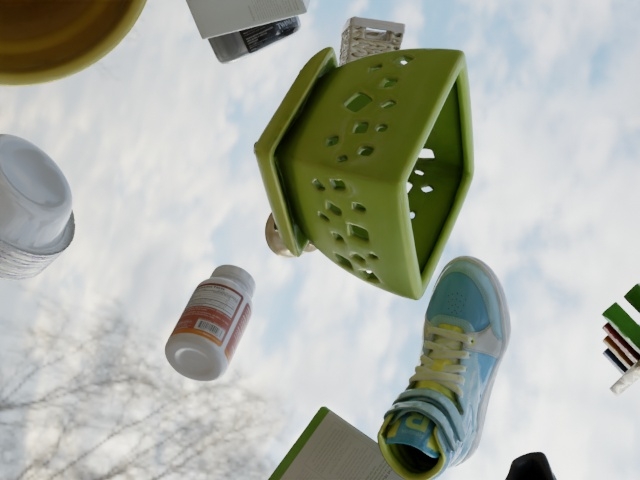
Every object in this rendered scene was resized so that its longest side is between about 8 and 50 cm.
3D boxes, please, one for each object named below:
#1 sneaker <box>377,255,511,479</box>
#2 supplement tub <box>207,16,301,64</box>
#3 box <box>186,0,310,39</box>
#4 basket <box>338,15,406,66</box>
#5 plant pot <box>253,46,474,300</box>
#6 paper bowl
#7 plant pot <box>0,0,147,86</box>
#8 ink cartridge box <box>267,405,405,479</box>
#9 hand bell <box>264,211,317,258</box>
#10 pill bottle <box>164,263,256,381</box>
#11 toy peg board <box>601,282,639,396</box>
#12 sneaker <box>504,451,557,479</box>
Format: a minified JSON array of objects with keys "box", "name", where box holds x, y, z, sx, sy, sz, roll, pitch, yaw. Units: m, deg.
[{"box":[0.168,0.187,1.345,0.127,0.208,0.319,9,-79,26],"name":"sneaker"},{"box":[-0.184,-0.535,1.992,0.193,0.193,0.316,2,-61,62],"name":"supplement tub"},{"box":[-0.105,-0.387,1.469,0.170,0.091,0.130,-11,-144,15],"name":"box"},{"box":[0.100,-0.387,1.984,0.167,0.113,0.103,-134,-129,-82],"name":"basket"},{"box":[0.054,-0.093,1.201,0.227,0.207,0.228,76,34,-50],"name":"plant pot"},{"box":[-0.569,-0.079,1.786,0.148,0.284,0.284,-37,-138,22],"name":"paper bowl"},{"box":[-0.303,-0.297,0.936,0.254,0.254,0.239,-67,-153,14],"name":"plant pot"},{"box":[0.055,0.403,1.474,0.255,0.097,0.189,32,-105,22],"name":"ink cartridge box"},{"box":[0.000,0.000,1.923,0.242,0.126,0.126,22,-84,58],"name":"hand bell"},{"box":[-0.197,0.148,1.827,0.121,0.121,0.216,-46,-166,42],"name":"pill bottle"},{"box":[0.385,0.086,1.115,0.079,0.161,0.160,50,-8,17],"name":"toy peg board"},{"box":[0.212,0.337,1.012,0.300,0.111,0.121,-72,154,-65],"name":"sneaker"}]
